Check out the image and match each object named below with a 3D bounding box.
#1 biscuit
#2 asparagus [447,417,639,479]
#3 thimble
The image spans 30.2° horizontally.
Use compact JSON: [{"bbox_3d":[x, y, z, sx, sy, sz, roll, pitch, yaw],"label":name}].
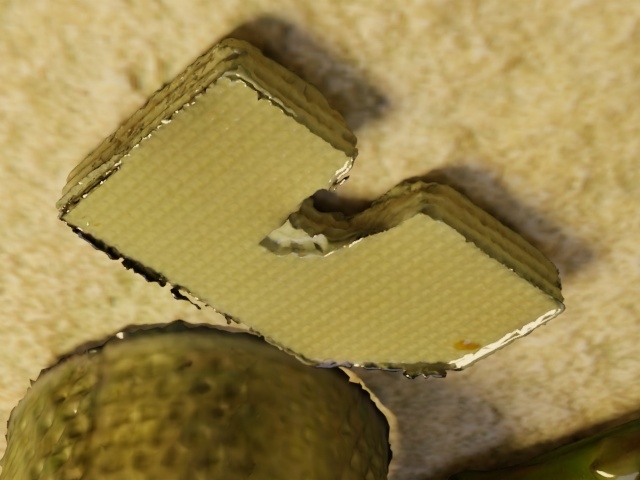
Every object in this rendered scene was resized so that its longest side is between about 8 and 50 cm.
[{"bbox_3d":[0.000,0.000,0.631,0.250,0.046,0.147,32,130,-28],"label":"biscuit"},{"bbox_3d":[0.114,0.201,0.832,0.343,0.082,0.085,-31,104,32],"label":"asparagus"},{"bbox_3d":[-0.079,0.197,0.769,0.271,0.150,0.271,-1,134,-1],"label":"thimble"}]
